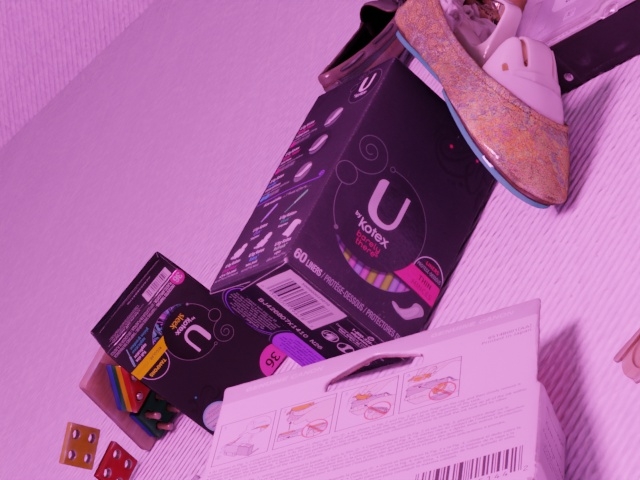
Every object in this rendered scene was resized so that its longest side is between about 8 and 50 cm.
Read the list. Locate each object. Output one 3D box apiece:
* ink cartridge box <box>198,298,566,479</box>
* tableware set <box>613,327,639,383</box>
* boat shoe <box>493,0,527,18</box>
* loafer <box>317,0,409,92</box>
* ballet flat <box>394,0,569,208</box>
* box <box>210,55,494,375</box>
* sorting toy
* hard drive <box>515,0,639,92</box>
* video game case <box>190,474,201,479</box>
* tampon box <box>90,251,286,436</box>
[{"bbox_3d":[0.043,0.172,1.322,0.296,0.066,0.261,-18,23,17],"label":"ink cartridge box"},{"bbox_3d":[0.280,0.069,1.228,0.141,0.020,0.168,-45,21,13],"label":"tableware set"},{"bbox_3d":[0.207,-0.246,1.892,0.190,0.068,0.072,-53,30,18],"label":"boat shoe"},{"bbox_3d":[0.079,-0.268,2.145,0.096,0.084,0.267,-25,32,49],"label":"loafer"},{"bbox_3d":[0.168,-0.167,1.636,0.123,0.123,0.348,-44,36,13],"label":"ballet flat"},{"bbox_3d":[0.040,-0.019,1.669,0.143,0.165,0.270,-23,33,52],"label":"box"},{"bbox_3d":[-0.195,0.157,1.908,0.046,0.132,0.274,2,53,39],"label":"sorting toy"},{"bbox_3d":[0.339,-0.288,1.680,0.339,0.064,0.237,-27,29,47],"label":"hard drive"},{"bbox_3d":[-0.155,0.307,1.673,0.143,0.019,0.157,-50,12,-3],"label":"video game case"},{"bbox_3d":[-0.142,0.112,1.819,0.120,0.161,0.101,-52,21,-2],"label":"tampon box"}]
